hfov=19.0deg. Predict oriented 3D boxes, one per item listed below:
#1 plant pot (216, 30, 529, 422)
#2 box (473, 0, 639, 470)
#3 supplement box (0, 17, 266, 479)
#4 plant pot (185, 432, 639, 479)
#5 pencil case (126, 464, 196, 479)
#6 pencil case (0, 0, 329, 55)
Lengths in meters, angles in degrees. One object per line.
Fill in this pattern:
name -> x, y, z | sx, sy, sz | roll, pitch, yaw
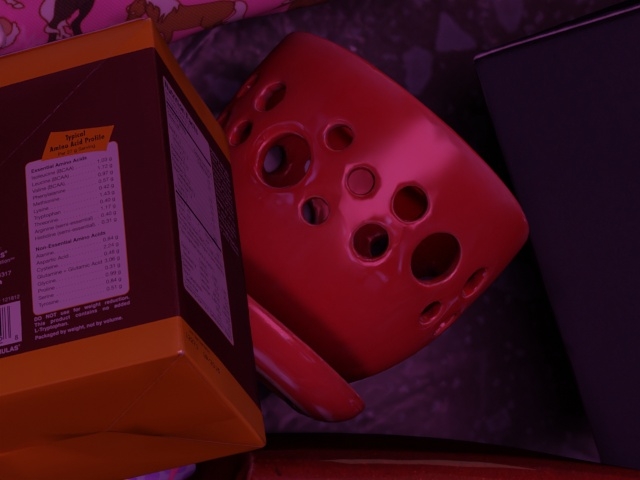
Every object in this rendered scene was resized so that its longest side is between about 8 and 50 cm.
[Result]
plant pot -> 0.000, 0.000, 1.132 | 0.191, 0.191, 0.174 | 41, 85, -15
box -> 0.282, -0.027, 1.186 | 0.294, 0.183, 0.296 | -23, 97, -45
supplement box -> -0.147, 0.018, 0.989 | 0.191, 0.129, 0.194 | -14, 60, 11
plant pot -> 0.029, 0.230, 1.100 | 0.236, 0.267, 0.267 | 17, 83, -14
pencil case -> -0.209, 0.137, 1.089 | 0.273, 0.124, 0.113 | -24, 141, -18
pencil case -> -0.086, -0.182, 1.099 | 0.386, 0.160, 0.167 | -17, 50, -18
